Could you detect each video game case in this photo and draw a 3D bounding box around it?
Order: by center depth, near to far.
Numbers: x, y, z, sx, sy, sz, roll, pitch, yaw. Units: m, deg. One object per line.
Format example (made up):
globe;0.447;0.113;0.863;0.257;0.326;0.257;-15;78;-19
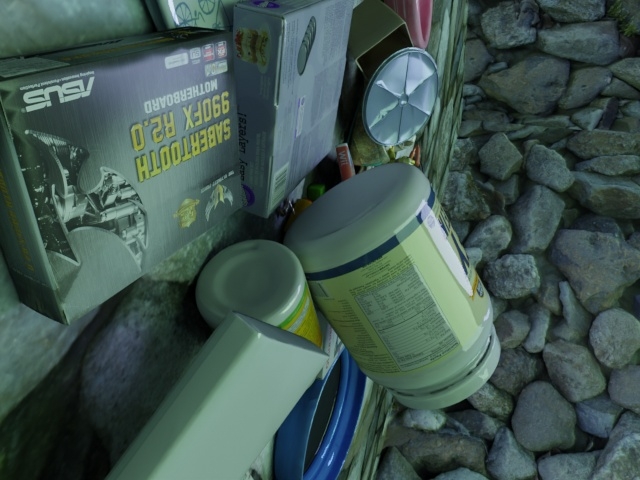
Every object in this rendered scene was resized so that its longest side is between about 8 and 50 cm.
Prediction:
video game case;0.077;-0.033;0.993;0.204;0.025;0.285;26;53;-81

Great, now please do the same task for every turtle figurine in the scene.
turtle figurine;0.159;-0.195;1.206;0.269;0.087;0.217;-114;-160;-45

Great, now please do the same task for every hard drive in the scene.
hard drive;-0.137;0.241;0.498;0.353;0.047;0.233;-53;157;-5

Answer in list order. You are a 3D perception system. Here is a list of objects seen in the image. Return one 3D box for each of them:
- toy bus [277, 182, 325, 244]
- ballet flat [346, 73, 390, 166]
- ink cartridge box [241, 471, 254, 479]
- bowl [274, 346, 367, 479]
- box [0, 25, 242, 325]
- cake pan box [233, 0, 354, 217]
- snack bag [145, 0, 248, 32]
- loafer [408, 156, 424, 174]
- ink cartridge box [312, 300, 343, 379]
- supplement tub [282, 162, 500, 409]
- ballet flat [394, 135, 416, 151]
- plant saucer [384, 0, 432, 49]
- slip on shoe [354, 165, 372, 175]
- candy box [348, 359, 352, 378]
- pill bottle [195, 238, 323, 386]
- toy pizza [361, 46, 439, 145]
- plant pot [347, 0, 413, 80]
toy bus;0.004;0.002;0.887;0.202;0.104;0.191;-30;127;-66
ballet flat;0.142;-0.332;1.095;0.123;0.123;0.349;18;83;-71
ink cartridge box;-0.145;0.389;0.743;0.122;0.052;0.088;79;28;-44
bowl;0.010;0.399;1.132;0.391;0.077;0.391;11;90;-68
box;-0.156;-0.069;0.415;0.231;0.056;0.183;-44;143;-51
cake pan box;-0.036;-0.193;0.669;0.246;0.070;0.267;-53;158;-49
snack bag;-0.100;-0.372;0.499;0.323;0.037;0.343;78;29;-47
loafer;0.284;-0.150;1.640;0.084;0.096;0.268;-2;104;-65
ink cartridge box;0.006;0.151;0.992;0.212;0.093;0.154;-39;137;-60
supplement tub;0.117;0.073;0.754;0.325;0.235;0.235;57;38;-20
ballet flat;0.238;-0.304;1.438;0.248;0.086;0.086;-7;107;-71
plant saucer;0.203;-0.613;1.128;0.332;0.084;0.332;4;90;-72
slip on shoe;0.093;-0.172;1.151;0.051;0.041;0.135;-32;-140;50
candy box;0.081;0.282;1.337;0.109;0.053;0.187;-42;137;-60
pill bottle;-0.070;0.124;0.686;0.246;0.136;0.136;77;30;-49
toy pizza;0.161;-0.291;1.004;0.201;0.032;0.201;-21;131;-26
plant pot;0.099;-0.391;0.935;0.096;0.109;0.109;59;14;13
